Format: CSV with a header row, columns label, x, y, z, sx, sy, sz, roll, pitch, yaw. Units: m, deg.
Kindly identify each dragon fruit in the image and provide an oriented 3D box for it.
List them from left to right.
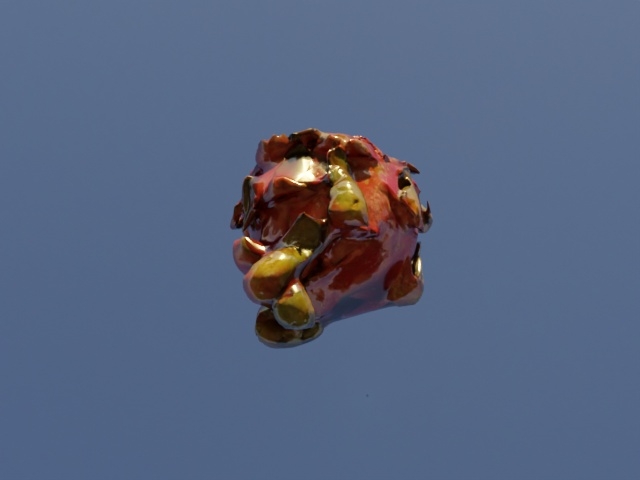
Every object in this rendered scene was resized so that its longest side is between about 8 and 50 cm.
label,x,y,z,sx,sy,sz,roll,pitch,yaw
dragon fruit,0.000,0.000,0.855,0.133,0.207,0.150,-36,-77,27
